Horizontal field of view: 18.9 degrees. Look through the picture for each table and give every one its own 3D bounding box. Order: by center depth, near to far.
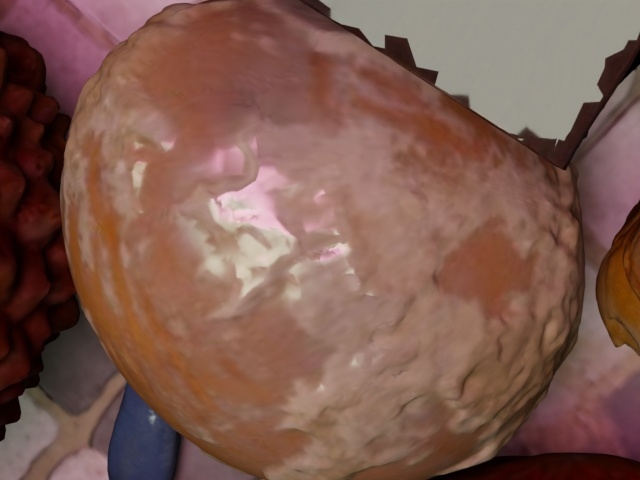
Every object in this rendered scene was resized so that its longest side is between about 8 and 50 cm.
[{"bbox_3d":[0.084,-0.158,0.710,0.172,0.193,0.169,33,113,7],"label":"table"}]

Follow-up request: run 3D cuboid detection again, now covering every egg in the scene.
[{"bbox_3d":[0.000,0.000,0.770,0.203,0.203,0.245,-29,139,24],"label":"egg"}]

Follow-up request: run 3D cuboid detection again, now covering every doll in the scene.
[{"bbox_3d":[-0.079,0.078,0.929,0.037,0.027,0.125,22,114,13],"label":"doll"}]

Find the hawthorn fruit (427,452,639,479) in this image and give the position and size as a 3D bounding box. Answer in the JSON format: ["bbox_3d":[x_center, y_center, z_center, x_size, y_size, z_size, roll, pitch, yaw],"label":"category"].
[{"bbox_3d":[0.061,0.192,0.781,0.248,0.208,0.208,-3,110,-25],"label":"hawthorn fruit"}]

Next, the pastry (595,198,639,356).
[{"bbox_3d":[0.170,-0.013,0.751,0.081,0.153,0.153,42,114,-4],"label":"pastry"}]

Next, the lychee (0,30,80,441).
[{"bbox_3d":[-0.256,0.004,0.824,0.330,0.306,0.306,-20,98,18],"label":"lychee"}]
